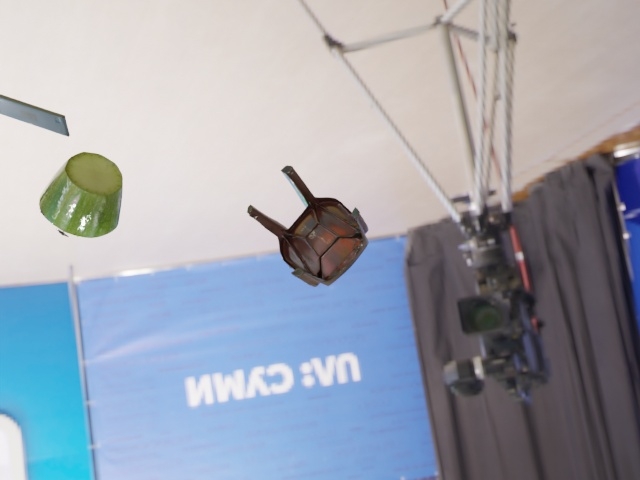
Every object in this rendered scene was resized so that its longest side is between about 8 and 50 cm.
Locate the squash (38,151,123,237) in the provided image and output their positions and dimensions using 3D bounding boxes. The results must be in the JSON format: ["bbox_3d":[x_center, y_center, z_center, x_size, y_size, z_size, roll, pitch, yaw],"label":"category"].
[{"bbox_3d":[-0.477,-0.094,1.987,0.170,0.170,0.123,0,142,-34],"label":"squash"}]

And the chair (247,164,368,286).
[{"bbox_3d":[0.000,0.000,1.917,0.175,0.183,0.326,-47,156,0],"label":"chair"}]

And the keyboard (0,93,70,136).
[{"bbox_3d":[-0.583,-0.254,1.965,0.176,0.014,0.055,19,142,16],"label":"keyboard"}]
